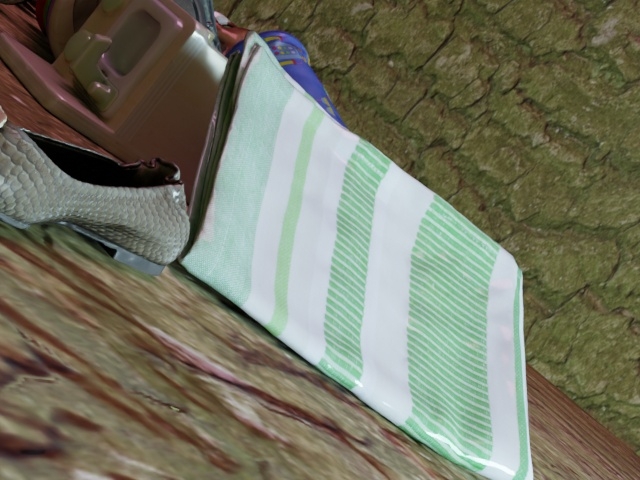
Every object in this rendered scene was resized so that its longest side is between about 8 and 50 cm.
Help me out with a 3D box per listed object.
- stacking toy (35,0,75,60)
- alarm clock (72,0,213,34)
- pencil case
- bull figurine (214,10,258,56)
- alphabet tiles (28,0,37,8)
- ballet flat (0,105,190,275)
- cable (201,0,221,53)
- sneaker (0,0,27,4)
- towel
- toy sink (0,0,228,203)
[{"bbox_3d":[-0.258,-0.254,1.399,0.141,0.141,0.330,37,1,-26],"label":"stacking toy"},{"bbox_3d":[-0.181,-0.198,1.189,0.064,0.192,0.129,-5,-51,49],"label":"alarm clock"},{"bbox_3d":[-0.019,-0.117,1.488,0.306,0.119,0.133,63,2,35],"label":"pencil case"},{"bbox_3d":[-0.131,-0.201,1.678,0.188,0.101,0.310,29,32,-25],"label":"bull figurine"},{"bbox_3d":[-0.453,-0.416,1.664,0.284,0.021,0.278,41,-11,35],"label":"alphabet tiles"},{"bbox_3d":[-0.127,-0.036,0.598,0.084,0.058,0.250,40,4,25],"label":"ballet flat"},{"bbox_3d":[-0.108,-0.201,1.375,0.072,0.287,0.139,3,39,3],"label":"cable"},{"bbox_3d":[-0.482,-0.466,1.384,0.447,0.169,0.257,44,4,26],"label":"sneaker"},{"bbox_3d":[0.043,0.017,0.900,0.325,0.038,0.248,39,36,-27],"label":"towel"},{"bbox_3d":[-0.144,-0.140,1.089,0.234,0.131,0.153,35,6,-43],"label":"toy sink"}]
